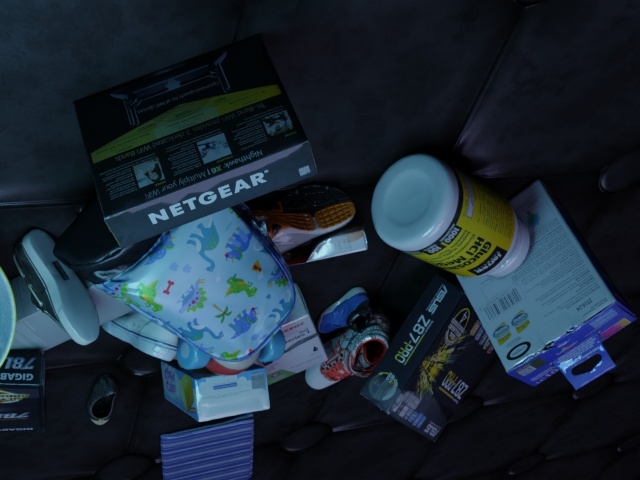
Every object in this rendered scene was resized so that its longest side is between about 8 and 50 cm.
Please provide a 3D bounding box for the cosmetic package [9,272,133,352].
[{"bbox_3d":[-0.474,0.112,1.725,0.237,0.107,0.127,-26,146,-2],"label":"cosmetic package"}]

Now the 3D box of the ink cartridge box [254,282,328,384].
[{"bbox_3d":[-0.088,0.205,2.071,0.160,0.093,0.219,-23,146,-1],"label":"ink cartridge box"}]

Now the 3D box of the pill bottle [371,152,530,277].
[{"bbox_3d":[0.267,-0.034,1.877,0.188,0.188,0.334,-42,141,24],"label":"pill bottle"}]

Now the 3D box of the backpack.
[{"bbox_3d":[-0.203,0.040,1.590,0.290,0.273,0.355,-48,140,-10],"label":"backpack"}]

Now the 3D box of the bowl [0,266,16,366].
[{"bbox_3d":[-0.645,0.119,1.558,0.289,0.290,0.156,-11,-174,-17],"label":"bowl"}]

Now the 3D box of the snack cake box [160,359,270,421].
[{"bbox_3d":[-0.223,0.298,1.991,0.152,0.089,0.264,-7,-176,-24],"label":"snack cake box"}]

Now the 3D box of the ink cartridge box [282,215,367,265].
[{"bbox_3d":[0.000,0.000,1.835,0.179,0.145,0.045,-9,102,4],"label":"ink cartridge box"}]

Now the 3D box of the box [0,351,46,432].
[{"bbox_3d":[-0.663,0.287,1.781,0.295,0.073,0.293,3,150,-15],"label":"box"}]

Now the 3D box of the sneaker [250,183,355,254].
[{"bbox_3d":[-0.062,-0.023,1.804,0.262,0.099,0.121,-15,157,-5],"label":"sneaker"}]

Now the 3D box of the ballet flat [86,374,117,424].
[{"bbox_3d":[-0.476,0.357,2.086,0.057,0.049,0.173,-5,141,-23],"label":"ballet flat"}]

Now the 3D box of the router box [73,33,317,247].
[{"bbox_3d":[-0.189,-0.152,1.417,0.308,0.243,0.081,-21,145,-3],"label":"router box"}]

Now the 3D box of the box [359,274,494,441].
[{"bbox_3d":[0.267,0.286,2.234,0.318,0.097,0.395,-54,150,-5],"label":"box"}]

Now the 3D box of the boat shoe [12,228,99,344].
[{"bbox_3d":[-0.449,0.088,1.621,0.070,0.219,0.077,-37,166,26],"label":"boat shoe"}]

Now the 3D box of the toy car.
[{"bbox_3d":[-0.234,0.194,1.900,0.219,0.210,0.238,0,152,-42],"label":"toy car"}]

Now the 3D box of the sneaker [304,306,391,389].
[{"bbox_3d":[0.056,0.275,2.182,0.090,0.145,0.270,40,111,-16],"label":"sneaker"}]

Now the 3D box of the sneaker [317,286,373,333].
[{"bbox_3d":[0.056,0.180,2.127,0.152,0.085,0.058,-42,141,25],"label":"sneaker"}]

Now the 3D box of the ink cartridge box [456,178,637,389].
[{"bbox_3d":[0.464,0.114,2.004,0.270,0.396,0.151,-37,143,20],"label":"ink cartridge box"}]

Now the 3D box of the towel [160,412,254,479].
[{"bbox_3d":[-0.292,0.562,2.482,0.243,0.040,0.336,-10,141,-15],"label":"towel"}]

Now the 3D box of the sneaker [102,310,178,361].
[{"bbox_3d":[-0.327,0.154,1.791,0.094,0.258,0.091,27,82,-37],"label":"sneaker"}]
